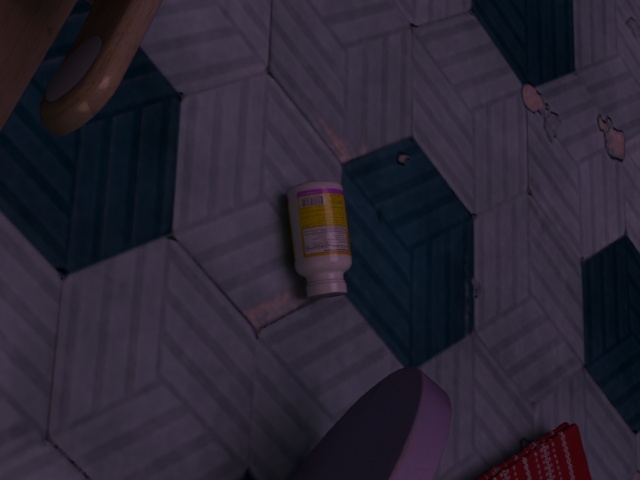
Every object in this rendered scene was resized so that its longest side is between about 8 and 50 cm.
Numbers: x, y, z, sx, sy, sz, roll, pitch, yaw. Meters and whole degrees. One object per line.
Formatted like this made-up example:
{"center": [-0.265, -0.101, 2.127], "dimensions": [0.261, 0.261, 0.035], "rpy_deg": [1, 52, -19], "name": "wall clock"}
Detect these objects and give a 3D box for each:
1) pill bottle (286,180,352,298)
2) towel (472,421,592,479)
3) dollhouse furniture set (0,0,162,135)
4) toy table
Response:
{"center": [0.000, 0.000, 0.977], "dimensions": [0.043, 0.043, 0.083], "rpy_deg": [4, 76, -46], "name": "pill bottle"}
{"center": [0.156, 0.282, 1.067], "dimensions": [0.275, 0.031, 0.199], "rpy_deg": [-19, 94, -46], "name": "towel"}
{"center": [-0.273, -0.171, 0.551], "dimensions": [0.355, 0.303, 0.174], "rpy_deg": [42, 52, -30], "name": "dollhouse furniture set"}
{"center": [0.047, 0.230, 0.830], "dimensions": [0.161, 0.252, 0.274], "rpy_deg": [43, 61, -9], "name": "toy table"}
